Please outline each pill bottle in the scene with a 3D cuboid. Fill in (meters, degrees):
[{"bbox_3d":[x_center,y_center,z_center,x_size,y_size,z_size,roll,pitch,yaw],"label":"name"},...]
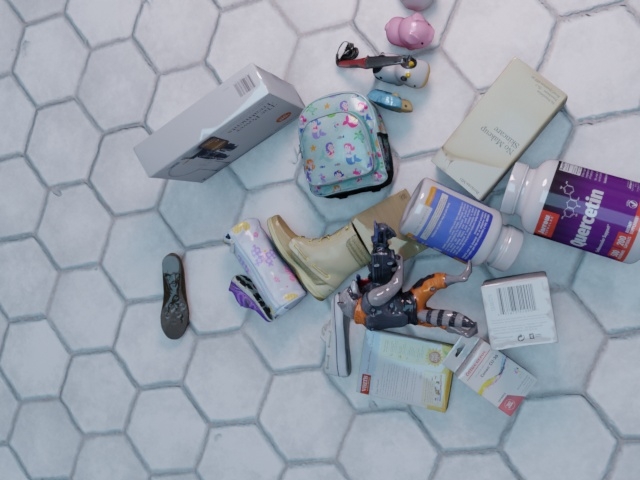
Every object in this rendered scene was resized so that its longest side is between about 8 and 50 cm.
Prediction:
[{"bbox_3d":[0.338,-0.030,1.641,0.271,0.152,0.152,26,100,-1],"label":"pill bottle"},{"bbox_3d":[0.586,-0.076,1.561,0.322,0.181,0.182,18,98,16],"label":"pill bottle"}]

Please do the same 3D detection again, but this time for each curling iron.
[{"bbox_3d":[0.117,-0.452,1.689,0.274,0.035,0.068,29,108,55],"label":"curling iron"}]

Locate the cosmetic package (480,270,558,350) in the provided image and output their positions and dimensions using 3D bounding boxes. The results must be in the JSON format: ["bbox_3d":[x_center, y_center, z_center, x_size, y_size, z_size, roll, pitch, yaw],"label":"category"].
[{"bbox_3d":[0.466,0.161,1.607,0.151,0.183,0.152,-10,89,18],"label":"cosmetic package"}]

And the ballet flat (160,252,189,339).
[{"bbox_3d":[-0.419,0.158,1.960,0.084,0.058,0.250,-3,97,-4],"label":"ballet flat"}]

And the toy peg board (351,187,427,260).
[{"bbox_3d":[0.186,-0.022,1.756,0.160,0.079,0.161,-29,84,1],"label":"toy peg board"}]

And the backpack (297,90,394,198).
[{"bbox_3d":[0.055,-0.245,1.727,0.225,0.191,0.254,-11,84,18],"label":"backpack"}]

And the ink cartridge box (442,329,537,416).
[{"bbox_3d":[0.409,0.320,1.668,0.198,0.067,0.115,35,93,3],"label":"ink cartridge box"}]

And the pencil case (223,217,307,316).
[{"bbox_3d":[-0.149,0.070,1.830,0.113,0.124,0.273,-37,82,15],"label":"pencil case"}]

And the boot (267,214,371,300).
[{"bbox_3d":[0.000,0.000,1.794,0.203,0.095,0.262,-38,83,16],"label":"boot"}]

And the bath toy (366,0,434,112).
[{"bbox_3d":[0.213,-0.498,1.690,0.151,0.129,0.349,15,96,17],"label":"bath toy"}]

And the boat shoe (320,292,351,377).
[{"bbox_3d":[0.034,0.250,1.799,0.075,0.083,0.227,-1,93,17],"label":"boat shoe"}]

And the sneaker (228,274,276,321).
[{"bbox_3d":[-0.186,0.167,1.887,0.170,0.068,0.071,43,119,20],"label":"sneaker"}]

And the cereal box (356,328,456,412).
[{"bbox_3d":[0.220,0.330,1.763,0.240,0.047,0.173,11,95,17],"label":"cereal box"}]

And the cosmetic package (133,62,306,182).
[{"bbox_3d":[-0.248,-0.287,1.763,0.377,0.284,0.098,-31,84,17],"label":"cosmetic package"}]

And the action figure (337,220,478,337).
[{"bbox_3d":[0.195,0.123,1.621,0.330,0.179,0.341,-5,132,14],"label":"action figure"}]

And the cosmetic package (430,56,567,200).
[{"bbox_3d":[0.426,-0.261,1.641,0.160,0.113,0.309,40,102,12],"label":"cosmetic package"}]
